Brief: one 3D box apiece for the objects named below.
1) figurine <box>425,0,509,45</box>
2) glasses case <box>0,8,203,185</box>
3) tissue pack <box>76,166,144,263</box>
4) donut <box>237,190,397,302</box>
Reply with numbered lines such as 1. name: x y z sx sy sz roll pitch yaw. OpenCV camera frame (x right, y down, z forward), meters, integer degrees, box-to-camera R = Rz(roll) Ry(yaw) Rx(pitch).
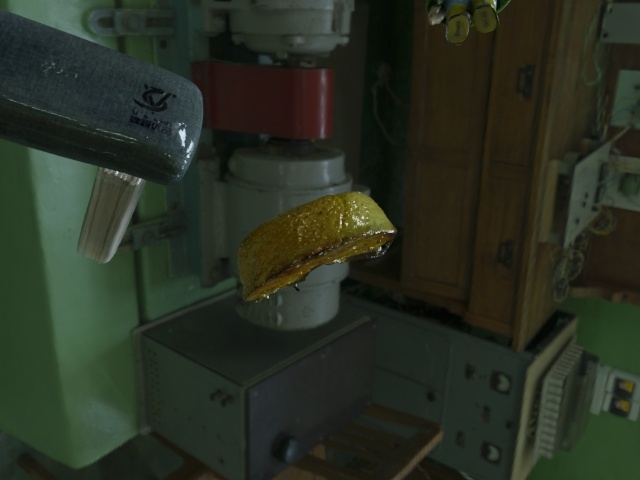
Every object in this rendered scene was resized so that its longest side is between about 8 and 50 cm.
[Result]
1. figurine: 0.216 -0.404 0.935 0.143 0.162 0.263 45 39 -44
2. glasses case: -0.290 -0.162 0.680 0.323 0.074 0.131 16 54 -21
3. tissue pack: -0.316 -0.094 1.002 0.071 0.325 0.170 24 61 -15
4. donut: 0.006 -0.003 0.906 0.259 0.152 0.101 -17 77 -20
